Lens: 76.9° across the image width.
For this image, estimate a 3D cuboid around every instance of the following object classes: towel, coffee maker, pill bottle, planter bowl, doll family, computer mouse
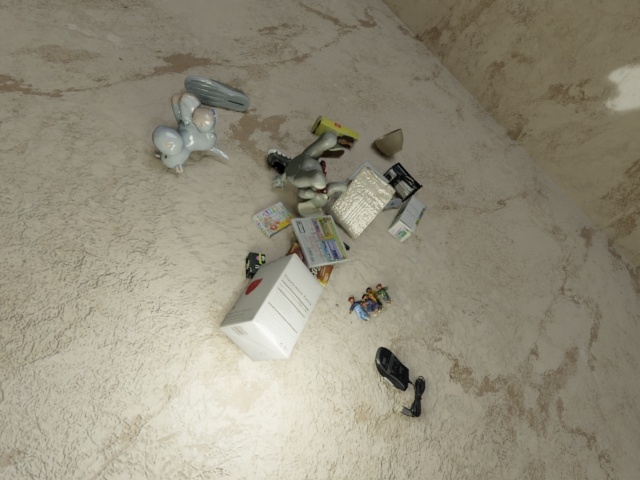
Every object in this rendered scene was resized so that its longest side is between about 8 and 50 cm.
[{"bbox_3d":[0.174,-0.166,1.754,0.187,0.282,0.049,42,17,3],"label":"towel"},{"bbox_3d":[0.424,-0.307,2.106,0.178,0.120,0.171,50,25,7],"label":"coffee maker"},{"bbox_3d":[-0.514,-0.520,1.705,0.137,0.078,0.078,-19,70,-39],"label":"pill bottle"},{"bbox_3d":[0.388,-0.530,2.212,0.162,0.162,0.109,-40,109,-42],"label":"planter bowl"},{"bbox_3d":[0.194,0.241,1.598,0.192,0.076,0.111,-27,79,-37],"label":"doll family"},{"bbox_3d":[0.271,0.521,1.460,0.262,0.060,0.184,40,42,-16],"label":"computer mouse"}]

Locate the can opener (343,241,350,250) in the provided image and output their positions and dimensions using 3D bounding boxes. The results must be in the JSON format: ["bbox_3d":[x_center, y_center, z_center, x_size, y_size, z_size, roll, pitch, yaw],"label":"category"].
[{"bbox_3d":[0.041,-0.008,1.699,0.186,0.073,0.059,27,7,-11],"label":"can opener"}]

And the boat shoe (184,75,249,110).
[{"bbox_3d":[-0.471,-0.672,1.837,0.302,0.109,0.094,11,38,-35],"label":"boat shoe"}]

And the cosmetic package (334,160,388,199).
[{"bbox_3d":[0.191,-0.240,1.879,0.151,0.151,0.184,41,48,0],"label":"cosmetic package"}]

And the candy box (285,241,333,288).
[{"bbox_3d":[-0.050,0.102,1.564,0.186,0.053,0.109,33,47,-9],"label":"candy box"}]

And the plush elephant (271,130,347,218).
[{"bbox_3d":[-0.014,-0.238,1.704,0.255,0.329,0.272,35,49,-36],"label":"plush elephant"}]

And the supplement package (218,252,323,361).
[{"bbox_3d":[-0.151,0.214,1.308,0.175,0.177,0.293,51,43,-22],"label":"supplement package"}]

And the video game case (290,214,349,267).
[{"bbox_3d":[0.000,0.000,1.607,0.193,0.023,0.213,-8,65,-34],"label":"video game case"}]

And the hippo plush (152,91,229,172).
[{"bbox_3d":[-0.537,-0.401,1.542,0.236,0.294,0.234,-42,71,-17],"label":"hippo plush"}]

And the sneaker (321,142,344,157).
[{"bbox_3d":[0.024,-0.463,2.001,0.192,0.064,0.086,-4,54,-33],"label":"sneaker"}]

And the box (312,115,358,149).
[{"bbox_3d":[0.078,-0.553,2.076,0.232,0.087,0.058,19,51,-17],"label":"box"}]

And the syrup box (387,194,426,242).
[{"bbox_3d":[0.424,-0.107,1.964,0.096,0.093,0.237,38,47,-3],"label":"syrup box"}]

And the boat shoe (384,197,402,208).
[{"bbox_3d":[0.352,-0.188,2.011,0.142,0.049,0.040,-14,28,-42],"label":"boat shoe"}]

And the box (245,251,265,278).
[{"bbox_3d":[-0.235,0.093,1.459,0.062,0.052,0.083,10,56,-26],"label":"box"}]

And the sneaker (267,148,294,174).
[{"bbox_3d":[-0.133,-0.326,1.801,0.234,0.078,0.106,17,54,-15],"label":"sneaker"}]

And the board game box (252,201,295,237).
[{"bbox_3d":[-0.186,-0.085,1.630,0.103,0.026,0.154,48,48,8],"label":"board game box"}]
